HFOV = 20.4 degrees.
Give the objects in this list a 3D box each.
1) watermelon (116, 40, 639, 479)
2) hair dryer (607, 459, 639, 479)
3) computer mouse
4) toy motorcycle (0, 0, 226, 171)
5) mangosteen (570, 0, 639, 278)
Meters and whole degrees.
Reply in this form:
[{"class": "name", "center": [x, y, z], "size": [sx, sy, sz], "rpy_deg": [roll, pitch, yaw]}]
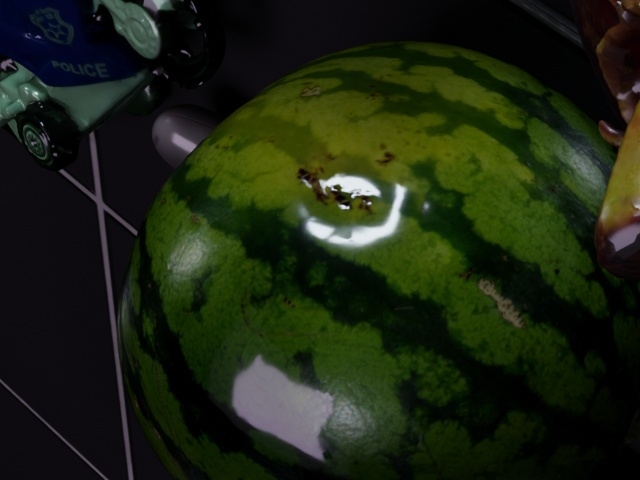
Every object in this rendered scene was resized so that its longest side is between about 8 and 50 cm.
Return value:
[{"class": "watermelon", "center": [0.037, 0.038, 0.920], "size": [0.285, 0.285, 0.285], "rpy_deg": [37, 149, 27]}, {"class": "hair dryer", "center": [0.155, 0.195, 1.177], "size": [0.124, 0.071, 0.219], "rpy_deg": [38, 156, 25]}, {"class": "computer mouse", "center": [-0.072, -0.056, 1.210], "size": [0.096, 0.039, 0.066], "rpy_deg": [31, 160, -8]}, {"class": "toy motorcycle", "center": [-0.182, -0.159, 1.213], "size": [0.196, 0.125, 0.331], "rpy_deg": [58, 149, -8]}, {"class": "mangosteen", "center": [0.168, -0.082, 0.601], "size": [0.235, 0.261, 0.235], "rpy_deg": [37, 151, 25]}]
